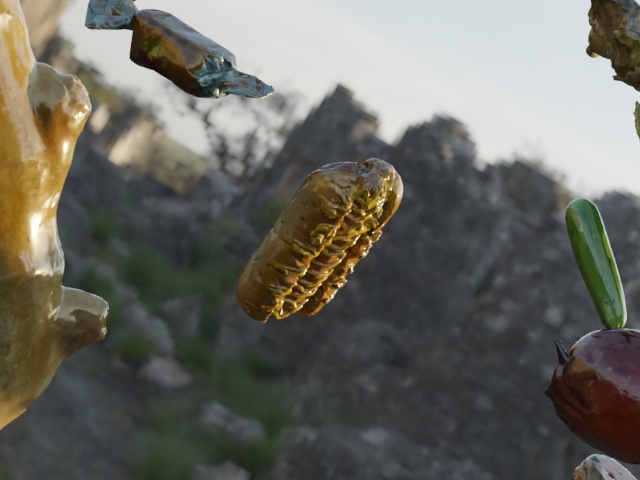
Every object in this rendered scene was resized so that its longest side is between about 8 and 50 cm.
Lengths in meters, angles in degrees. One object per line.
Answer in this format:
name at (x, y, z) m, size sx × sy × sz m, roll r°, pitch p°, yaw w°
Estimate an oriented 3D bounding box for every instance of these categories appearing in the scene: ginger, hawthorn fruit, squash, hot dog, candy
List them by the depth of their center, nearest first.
ginger at (-0.148, -0.049, 0.700) m, size 0.118 × 0.299 × 0.065 m, roll -4°, pitch 28°, yaw -4°
hawthorn fruit at (0.179, 0.090, 1.071) m, size 0.093 × 0.081 × 0.081 m, roll 14°, pitch 2°, yaw -7°
squash at (0.176, 0.015, 1.136) m, size 0.027 × 0.027 × 0.089 m, roll 29°, pitch 42°, yaw -69°
hot dog at (0.000, 0.000, 1.159) m, size 0.071 × 0.165 × 0.045 m, roll -2°, pitch 59°, yaw -30°
candy at (-0.111, -0.141, 1.336) m, size 0.182 × 0.046 × 0.053 m, roll 35°, pitch 23°, yaw 31°

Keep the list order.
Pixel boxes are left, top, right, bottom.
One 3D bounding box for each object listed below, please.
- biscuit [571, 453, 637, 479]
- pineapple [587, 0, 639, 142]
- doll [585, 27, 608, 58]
biscuit at (0.301, 0.275, 1.264) m, size 0.301 × 0.049 × 0.197 m, roll 30°, pitch 28°, yaw -25°
pineapple at (0.326, -0.125, 1.156) m, size 0.286 × 0.344 × 0.209 m, roll 35°, pitch -34°, yaw 0°
doll at (0.277, -0.167, 1.526) m, size 0.093 × 0.051 × 0.061 m, roll 28°, pitch -23°, yaw 8°
